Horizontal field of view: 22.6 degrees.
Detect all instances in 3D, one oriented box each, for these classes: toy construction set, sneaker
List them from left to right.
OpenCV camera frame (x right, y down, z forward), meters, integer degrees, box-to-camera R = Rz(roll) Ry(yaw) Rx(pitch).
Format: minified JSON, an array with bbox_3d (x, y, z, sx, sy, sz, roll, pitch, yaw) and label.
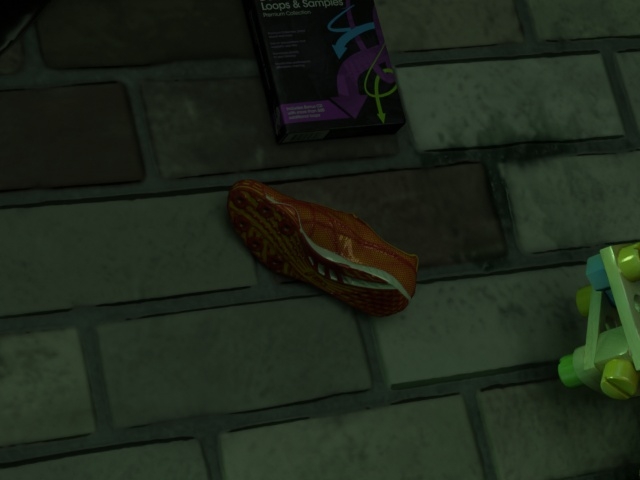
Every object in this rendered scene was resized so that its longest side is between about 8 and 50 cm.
[{"bbox_3d":[0.000,0.000,1.312,0.175,0.064,0.067,32,42,-14],"label":"sneaker"},{"bbox_3d":[0.274,0.182,1.294,0.215,0.151,0.327,27,68,-39],"label":"toy construction set"}]

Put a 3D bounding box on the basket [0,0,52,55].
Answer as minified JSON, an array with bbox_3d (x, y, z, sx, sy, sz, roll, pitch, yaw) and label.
[{"bbox_3d":[-0.328,-0.238,1.212,0.227,0.154,0.204,40,59,0],"label":"basket"}]

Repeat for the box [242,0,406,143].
[{"bbox_3d":[0.000,-0.166,1.384,0.116,0.029,0.162,-8,72,-25],"label":"box"}]
